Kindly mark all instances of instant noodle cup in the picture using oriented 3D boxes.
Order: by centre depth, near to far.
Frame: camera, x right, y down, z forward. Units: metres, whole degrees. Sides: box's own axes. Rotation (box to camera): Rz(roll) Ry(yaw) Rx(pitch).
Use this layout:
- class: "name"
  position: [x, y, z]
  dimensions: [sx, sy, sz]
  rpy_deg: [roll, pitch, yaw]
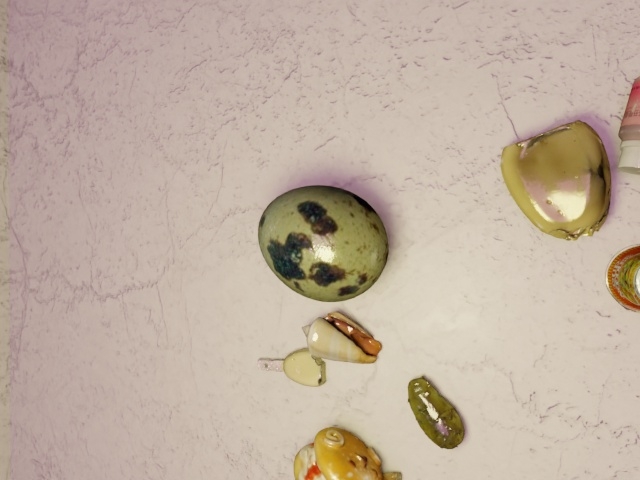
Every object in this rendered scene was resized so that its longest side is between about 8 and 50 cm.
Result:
- class: "instant noodle cup"
  position: [0.826, 0.101, 1.175]
  dimensions: [0.193, 0.212, 0.193]
  rpy_deg: [0, 89, 22]

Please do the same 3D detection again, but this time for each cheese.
- class: "cheese"
  position: [0.659, -0.153, 1.304]
  dimensions: [0.260, 0.128, 0.315]
  rpy_deg: [-24, 73, 28]
- class: "cheese"
  position: [-0.103, 0.427, 1.633]
  dimensions: [0.256, 0.050, 0.127]
  rpy_deg: [-1, 88, 22]

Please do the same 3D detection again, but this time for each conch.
- class: "conch"
  position: [0.059, 0.328, 1.550]
  dimensions: [0.255, 0.127, 0.158]
  rpy_deg: [28, 69, -1]

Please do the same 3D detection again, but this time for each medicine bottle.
- class: "medicine bottle"
  position: [0.847, -0.295, 1.216]
  dimensions: [0.147, 0.147, 0.247]
  rpy_deg: [16, 94, 22]

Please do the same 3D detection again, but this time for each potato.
- class: "potato"
  position: [0.339, 0.516, 1.428]
  dimensions: [0.117, 0.090, 0.225]
  rpy_deg: [-35, 73, 3]

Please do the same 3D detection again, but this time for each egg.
- class: "egg"
  position: [0.000, 0.000, 1.447]
  dimensions: [0.428, 0.345, 0.345]
  rpy_deg: [30, 100, 31]

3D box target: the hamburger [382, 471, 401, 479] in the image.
- class: "hamburger"
  position: [0.193, 0.804, 1.482]
  dimensions: [0.102, 0.087, 0.176]
  rpy_deg: [3, 92, 21]

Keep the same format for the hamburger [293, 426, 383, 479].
- class: "hamburger"
  position: [0.066, 0.706, 1.424]
  dimensions: [0.261, 0.302, 0.186]
  rpy_deg: [37, 108, -13]
